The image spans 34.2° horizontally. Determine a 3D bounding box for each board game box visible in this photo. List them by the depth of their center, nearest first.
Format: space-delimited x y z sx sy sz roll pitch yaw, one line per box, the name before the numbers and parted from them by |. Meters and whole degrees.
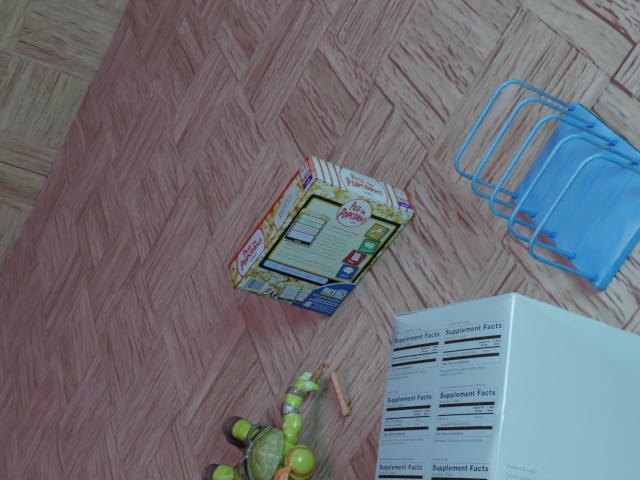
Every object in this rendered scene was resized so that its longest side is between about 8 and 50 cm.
board game box | 0.000 0.000 1.259 0.193 0.147 0.045 -51 36 31

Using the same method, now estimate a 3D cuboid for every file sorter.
file sorter | 0.217 -0.058 0.968 0.118 0.104 0.170 -61 32 20

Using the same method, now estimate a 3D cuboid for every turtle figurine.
turtle figurine | -0.068 0.282 1.277 0.217 0.087 0.269 -16 61 56

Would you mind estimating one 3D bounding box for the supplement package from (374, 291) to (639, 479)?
supplement package | 0.164 0.170 0.839 0.149 0.194 0.203 -17 60 55
